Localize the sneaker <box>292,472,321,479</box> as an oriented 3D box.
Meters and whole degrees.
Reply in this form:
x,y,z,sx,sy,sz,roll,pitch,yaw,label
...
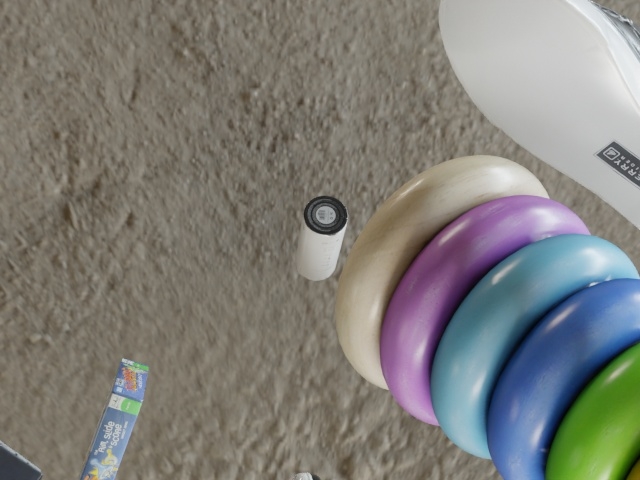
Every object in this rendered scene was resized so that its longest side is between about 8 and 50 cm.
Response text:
x,y,z,sx,sy,sz,roll,pitch,yaw,label
0.038,0.357,1.136,0.121,0.079,0.217,-6,76,-16,sneaker

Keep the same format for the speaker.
x,y,z,sx,sy,sz,roll,pitch,yaw,label
0.000,0.000,1.289,0.055,0.136,0.055,2,64,-4,speaker

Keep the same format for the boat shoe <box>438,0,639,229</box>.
x,y,z,sx,sy,sz,roll,pitch,yaw,label
0.211,-0.105,0.738,0.301,0.108,0.102,35,48,-13,boat shoe

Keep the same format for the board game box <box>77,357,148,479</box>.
x,y,z,sx,sy,sz,roll,pitch,yaw,label
-0.238,0.241,1.128,0.035,0.136,0.201,20,95,-9,board game box

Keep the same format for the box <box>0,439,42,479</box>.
x,y,z,sx,sy,sz,roll,pitch,yaw,label
-0.301,0.228,0.691,0.108,0.207,0.153,35,112,-5,box

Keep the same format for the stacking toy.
x,y,z,sx,sy,sz,roll,pitch,yaw,label
0.152,0.091,0.454,0.141,0.141,0.330,-35,46,-16,stacking toy
